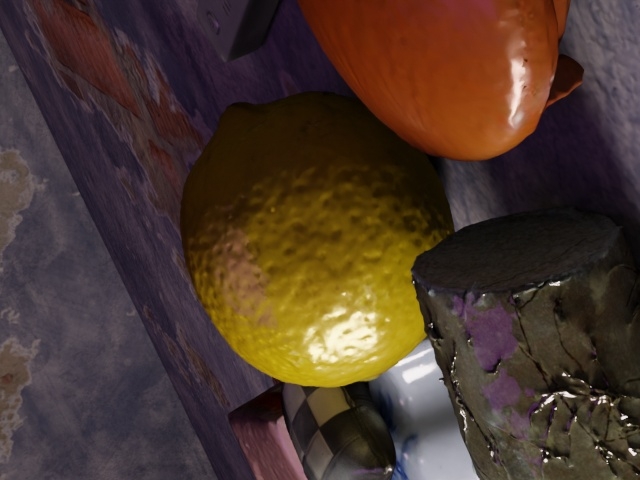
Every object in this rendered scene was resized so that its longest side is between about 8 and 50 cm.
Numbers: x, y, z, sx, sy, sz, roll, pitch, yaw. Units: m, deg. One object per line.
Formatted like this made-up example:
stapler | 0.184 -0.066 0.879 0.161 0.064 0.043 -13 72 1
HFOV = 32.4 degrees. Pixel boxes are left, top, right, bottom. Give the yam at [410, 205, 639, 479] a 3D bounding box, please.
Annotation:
yam | 0.236 0.146 1.061 0.241 0.241 0.348 13 131 64

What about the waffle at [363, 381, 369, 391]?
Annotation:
waffle | 0.074 0.200 1.613 0.229 0.051 0.232 -55 -50 -65

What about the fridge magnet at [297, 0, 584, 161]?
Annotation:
fridge magnet | 0.074 -0.235 0.932 0.363 0.155 0.363 49 160 25

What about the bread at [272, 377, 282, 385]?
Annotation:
bread | -0.045 0.268 2.148 0.119 0.084 0.177 55 165 8

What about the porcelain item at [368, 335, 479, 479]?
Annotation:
porcelain item | 0.176 0.282 1.453 0.242 0.178 0.405 10 123 66

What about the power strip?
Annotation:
power strip | -0.093 -0.325 1.355 0.091 0.062 0.385 59 161 6

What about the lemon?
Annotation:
lemon | 0.000 -0.002 1.253 0.336 0.336 0.336 48 159 25

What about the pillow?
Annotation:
pillow | 0.018 0.234 1.389 0.186 0.106 0.250 102 147 -47

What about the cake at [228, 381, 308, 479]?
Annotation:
cake | 0.013 0.337 1.871 0.230 0.237 0.309 59 160 -6
